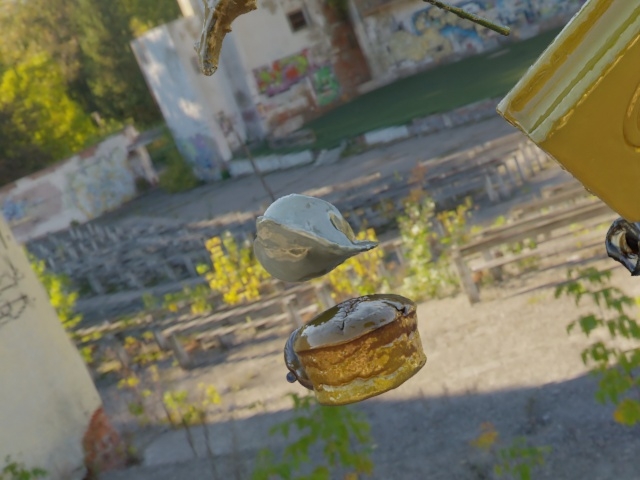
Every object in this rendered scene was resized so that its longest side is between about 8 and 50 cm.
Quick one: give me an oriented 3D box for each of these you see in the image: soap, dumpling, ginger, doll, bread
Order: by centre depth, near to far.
[{"bbox_3d":[0.358,-0.190,0.961,0.324,0.204,0.096,-51,36,13],"label":"soap"},{"bbox_3d":[0.063,0.160,1.473,0.195,0.143,0.269,-17,2,15],"label":"bread"},{"bbox_3d":[-0.001,-0.005,1.764,0.226,0.175,0.243,2,24,21],"label":"dumpling"},{"bbox_3d":[0.006,0.214,1.904,0.188,0.145,0.096,-61,-14,-10],"label":"doll"},{"bbox_3d":[-0.206,-0.524,2.078,0.148,0.334,0.081,24,20,5],"label":"ginger"}]

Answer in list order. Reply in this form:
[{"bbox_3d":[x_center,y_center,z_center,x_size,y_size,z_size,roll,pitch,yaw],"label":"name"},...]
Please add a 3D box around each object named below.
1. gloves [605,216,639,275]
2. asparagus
[{"bbox_3d":[0.479,-0.013,1.255,0.285,0.119,0.142,-25,-10,-35],"label":"gloves"},{"bbox_3d":[0.307,-0.491,2.055,0.025,0.248,0.024,-53,30,39],"label":"asparagus"}]
